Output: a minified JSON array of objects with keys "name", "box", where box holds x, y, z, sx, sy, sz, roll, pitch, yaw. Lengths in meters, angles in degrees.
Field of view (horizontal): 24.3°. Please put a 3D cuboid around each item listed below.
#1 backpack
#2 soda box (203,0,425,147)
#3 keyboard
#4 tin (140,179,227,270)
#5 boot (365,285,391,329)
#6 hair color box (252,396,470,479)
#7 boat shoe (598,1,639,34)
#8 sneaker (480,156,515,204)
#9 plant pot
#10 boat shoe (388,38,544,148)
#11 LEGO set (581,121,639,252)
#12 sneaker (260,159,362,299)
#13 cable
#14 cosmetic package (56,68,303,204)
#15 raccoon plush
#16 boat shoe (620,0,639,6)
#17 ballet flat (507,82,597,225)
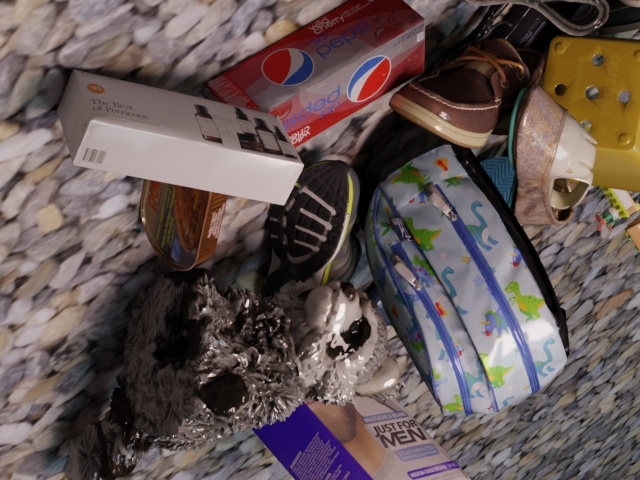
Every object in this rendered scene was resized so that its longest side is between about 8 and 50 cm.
[{"name":"backpack","box":[0.185,0.056,1.962,0.273,0.355,0.290,-38,159,-13]},{"name":"soda box","box":[-0.005,-0.187,1.710,0.263,0.083,0.092,-32,148,-21]},{"name":"keyboard","box":[0.257,-0.285,1.974,0.317,0.033,0.201,-53,152,13]},{"name":"tin","box":[-0.154,-0.050,1.680,0.040,0.106,0.189,-31,150,-38]},{"name":"boot","box":[0.125,0.106,2.296,0.086,0.069,0.190,-36,143,-1]},{"name":"hair color box","box":[0.027,0.265,2.082,0.185,0.339,0.110,-4,130,-50]},{"name":"boat shoe","box":[0.521,-0.387,2.144,0.319,0.116,0.099,-27,104,-17]},{"name":"sneaker","box":[0.226,-0.038,2.216,0.228,0.087,0.092,-46,159,18]},{"name":"plant pot","box":[0.397,-0.183,2.016,0.187,0.212,0.212,12,89,-59]},{"name":"boat shoe","box":[0.197,-0.197,1.851,0.342,0.123,0.123,-11,129,-59]},{"name":"LEGO set","box":[0.432,-0.085,2.356,0.107,0.132,0.287,-34,128,-8]},{"name":"sneaker","box":[0.000,0.000,1.968,0.121,0.111,0.300,-40,158,-40]},{"name":"cable","box":[0.265,-0.308,1.855,0.139,0.072,0.287,-47,134,9]},{"name":"cosmetic package","box":[-0.143,-0.106,1.535,0.239,0.099,0.060,10,121,-29]},{"name":"raccoon plush","box":[-0.109,0.175,1.915,0.299,0.216,0.446,7,154,-36]},{"name":"boat shoe","box":[0.516,-0.447,2.001,0.335,0.112,0.095,-43,140,-14]},{"name":"ballet flat","box":[0.298,-0.104,1.901,0.316,0.106,0.107,71,37,-69]}]
